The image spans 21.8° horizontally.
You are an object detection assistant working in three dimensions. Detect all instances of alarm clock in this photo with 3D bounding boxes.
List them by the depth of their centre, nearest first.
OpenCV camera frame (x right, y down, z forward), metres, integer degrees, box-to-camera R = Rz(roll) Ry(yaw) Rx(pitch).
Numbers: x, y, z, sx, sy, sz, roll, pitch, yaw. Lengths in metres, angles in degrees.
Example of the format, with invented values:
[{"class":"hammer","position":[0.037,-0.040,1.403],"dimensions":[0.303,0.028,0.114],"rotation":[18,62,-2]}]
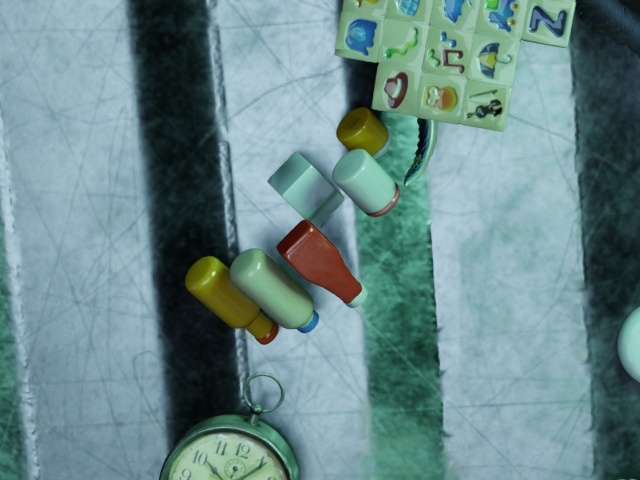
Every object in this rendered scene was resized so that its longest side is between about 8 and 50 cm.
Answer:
[{"class":"alarm clock","position":[-0.078,0.212,1.563],"dimensions":[0.129,0.064,0.192],"rotation":[21,102,2]}]

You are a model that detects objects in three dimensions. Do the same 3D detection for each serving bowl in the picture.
[{"class":"serving bowl","position":[0.315,0.098,1.528],"dimensions":[0.083,0.027,0.083],"rotation":[1,99,6]}]

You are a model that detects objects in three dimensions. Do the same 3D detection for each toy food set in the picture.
[{"class":"toy food set","position":[0.000,0.000,1.511],"dimensions":[0.232,0.111,0.104],"rotation":[-46,123,-1]}]

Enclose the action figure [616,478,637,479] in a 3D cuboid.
[{"class":"action figure","position":[0.311,0.313,1.529],"dimensions":[0.285,0.099,0.185],"rotation":[-45,85,6]}]

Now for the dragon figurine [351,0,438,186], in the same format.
[{"class":"dragon figurine","position":[0.073,-0.203,1.477],"dimensions":[0.144,0.085,0.289],"rotation":[17,99,3]}]

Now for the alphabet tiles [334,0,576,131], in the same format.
[{"class":"alphabet tiles","position":[0.119,-0.218,1.406],"dimensions":[0.198,0.009,0.237],"rotation":[11,100,14]}]

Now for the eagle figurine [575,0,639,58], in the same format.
[{"class":"eagle figurine","position":[0.344,-0.173,1.401],"dimensions":[0.226,0.225,0.298],"rotation":[-16,79,-14]}]
